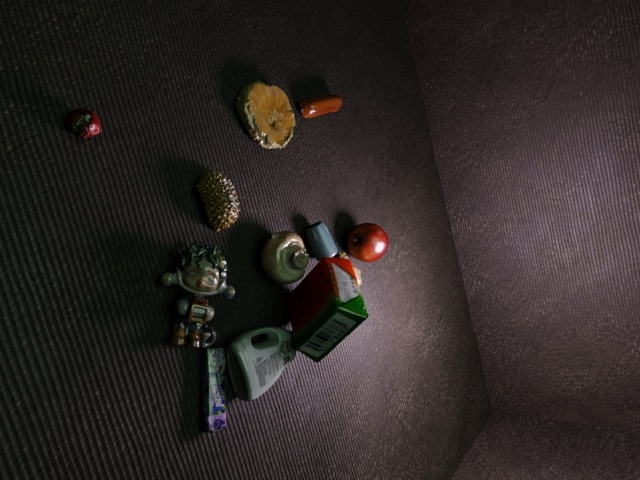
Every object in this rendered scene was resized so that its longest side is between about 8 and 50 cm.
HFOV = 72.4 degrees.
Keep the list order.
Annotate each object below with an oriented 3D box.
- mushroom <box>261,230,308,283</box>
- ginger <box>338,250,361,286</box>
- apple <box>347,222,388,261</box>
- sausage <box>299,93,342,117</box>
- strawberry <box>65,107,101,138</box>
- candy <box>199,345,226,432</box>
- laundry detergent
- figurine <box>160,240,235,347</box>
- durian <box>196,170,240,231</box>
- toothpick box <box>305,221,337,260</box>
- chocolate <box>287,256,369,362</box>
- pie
[{"bbox_3d":[-0.157,0.072,1.956,0.254,0.184,0.255,-10,104,-45],"label":"mushroom"},{"bbox_3d":[0.148,0.167,2.363,0.213,0.074,0.137,55,38,-32],"label":"ginger"},{"bbox_3d":[0.259,0.011,2.410,0.201,0.218,0.218,22,67,-46],"label":"apple"},{"bbox_3d":[0.008,-0.729,2.352,0.330,0.102,0.102,-31,106,-46],"label":"sausage"},{"bbox_3d":[-0.764,-0.376,1.417,0.106,0.106,0.106,11,75,-47],"label":"strawberry"},{"bbox_3d":[-0.407,0.560,1.668,0.088,0.061,0.313,8,77,-46],"label":"candy"},{"bbox_3d":[-0.213,0.469,1.859,0.397,0.124,0.264,-24,104,-49],"label":"laundry detergent"},{"bbox_3d":[-0.454,0.191,1.597,0.261,0.186,0.382,19,75,-34],"label":"figurine"},{"bbox_3d":[-0.397,-0.174,1.767,0.183,0.138,0.250,-25,96,-39],"label":"durian"},{"bbox_3d":[0.000,0.000,2.192,0.120,0.120,0.184,-35,105,-46],"label":"toothpick box"},{"bbox_3d":[0.011,0.291,1.918,0.161,0.360,0.341,24,33,-30],"label":"chocolate"},{"bbox_3d":[-0.244,-0.589,2.047,0.339,0.083,0.340,15,70,-46],"label":"pie"}]
